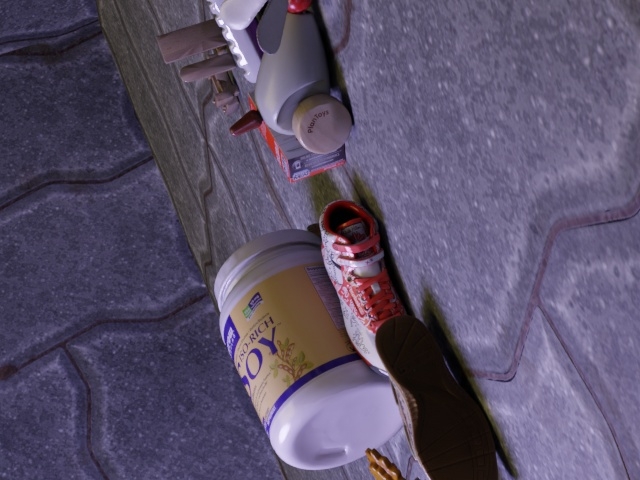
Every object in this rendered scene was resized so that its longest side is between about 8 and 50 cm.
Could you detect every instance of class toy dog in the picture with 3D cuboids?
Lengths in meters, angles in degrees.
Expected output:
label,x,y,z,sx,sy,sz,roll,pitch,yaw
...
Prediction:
label,x,y,z,sx,sy,sz,roll,pitch,yaw
toy dog,-0.076,-0.271,1.828,0.220,0.161,0.333,-159,50,-74

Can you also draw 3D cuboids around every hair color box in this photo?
label,x,y,z,sx,sy,sz,roll,pitch,yaw
hair color box,-0.037,-0.171,1.977,0.053,0.093,0.167,83,163,-47

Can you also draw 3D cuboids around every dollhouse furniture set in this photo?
label,x,y,z,sx,sy,sz,roll,pitch,yaw
dollhouse furniture set,-0.238,-0.321,2.538,0.151,0.123,0.144,116,133,-73

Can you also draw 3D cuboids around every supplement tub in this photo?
label,x,y,z,sx,sy,sz,roll,pitch,yaw
supplement tub,-0.018,0.167,2.066,0.241,0.241,0.331,85,160,-50

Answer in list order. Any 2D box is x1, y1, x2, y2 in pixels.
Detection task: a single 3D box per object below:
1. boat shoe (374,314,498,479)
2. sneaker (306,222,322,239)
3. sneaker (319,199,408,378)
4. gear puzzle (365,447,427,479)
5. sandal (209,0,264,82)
label,x,y,z,sx,sy,sz,roll,pitch,yaw
boat shoe,0.160,0.236,1.759,0.089,0.105,0.285,76,173,-65
sneaker,0.000,0.000,2.221,0.083,0.032,0.037,-128,22,-56
sneaker,0.067,0.065,1.897,0.145,0.090,0.270,84,165,-54
gear puzzle,0.175,0.412,1.804,0.339,0.044,0.175,44,163,19
sandal,-0.140,-0.433,2.033,0.169,0.102,0.416,-101,-10,-45
